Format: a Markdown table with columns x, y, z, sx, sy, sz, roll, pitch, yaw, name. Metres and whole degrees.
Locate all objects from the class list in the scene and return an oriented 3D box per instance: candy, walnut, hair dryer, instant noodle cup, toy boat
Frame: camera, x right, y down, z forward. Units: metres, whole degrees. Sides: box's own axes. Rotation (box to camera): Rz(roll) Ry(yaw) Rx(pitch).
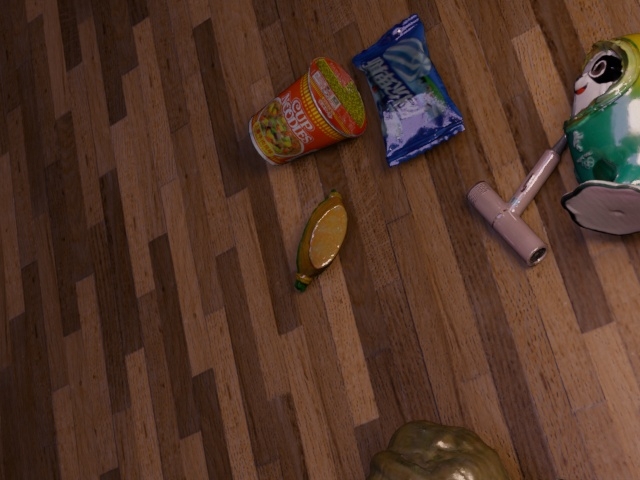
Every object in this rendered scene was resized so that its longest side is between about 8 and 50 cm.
| x | y | z | sx | sy | sz | roll | pitch | yaw | name |
| --- | --- | --- | --- | --- | --- | --- | --- | --- | --- |
| 0.176 | -0.311 | 2.187 | 0.187 | 0.077 | 0.331 | -30 | 58 | 22 | candy |
| 0.198 | 0.457 | 1.807 | 0.277 | 0.253 | 0.282 | 25 | 92 | 39 | walnut |
| 0.412 | -0.090 | 1.971 | 0.220 | 0.054 | 0.195 | -42 | 56 | 9 | hair dryer |
| -0.037 | -0.264 | 2.271 | 0.212 | 0.193 | 0.193 | -27 | 61 | 34 | instant noodle cup |
| 0.000 | 0.000 | 2.213 | 0.229 | 0.089 | 0.088 | -68 | 15 | -4 | toy boat |

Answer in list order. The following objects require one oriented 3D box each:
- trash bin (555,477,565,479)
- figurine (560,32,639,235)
| x | y | z | sx | sy | sz | roll | pitch | yaw | name |
| --- | --- | --- | --- | --- | --- | --- | --- | --- | --- |
| 0.408 | 0.487 | 1.771 | 0.116 | 0.059 | 0.130 | 41 | 101 | 39 | trash bin |
| 0.535 | -0.196 | 1.805 | 0.323 | 0.231 | 0.340 | 136 | 151 | -69 | figurine |
